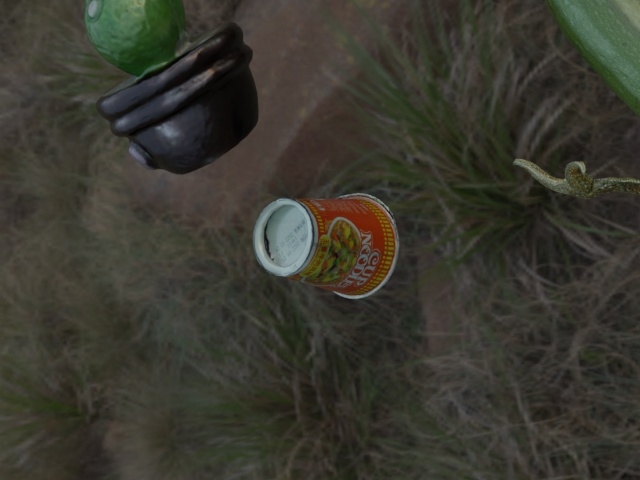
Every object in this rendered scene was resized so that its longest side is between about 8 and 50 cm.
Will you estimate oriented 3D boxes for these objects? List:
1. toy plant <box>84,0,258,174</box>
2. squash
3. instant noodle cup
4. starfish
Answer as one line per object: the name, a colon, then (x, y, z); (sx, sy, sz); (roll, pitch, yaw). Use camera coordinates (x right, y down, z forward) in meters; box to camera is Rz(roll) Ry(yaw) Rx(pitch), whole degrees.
toy plant: (-0.169, -0.198, 1.112); (0.175, 0.218, 0.235); (-29, 107, 3)
squash: (0.250, -0.143, 0.802); (0.219, 0.068, 0.077); (47, 129, 10)
instant noodle cup: (0.000, 0.000, 1.784); (0.193, 0.212, 0.193); (-5, 82, 37)
starfish: (0.397, -0.087, 1.567); (0.223, 0.217, 0.050); (16, 96, 8)
